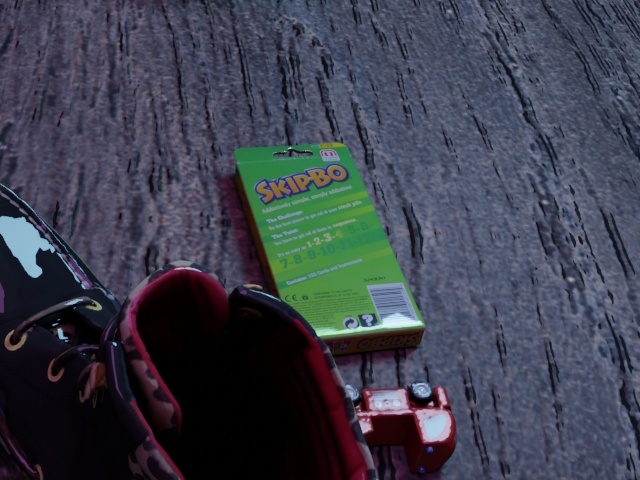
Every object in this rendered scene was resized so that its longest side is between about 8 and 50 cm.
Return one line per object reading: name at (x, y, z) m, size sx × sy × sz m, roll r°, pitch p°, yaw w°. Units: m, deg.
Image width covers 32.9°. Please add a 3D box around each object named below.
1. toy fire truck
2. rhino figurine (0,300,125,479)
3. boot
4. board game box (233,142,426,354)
toy fire truck at (0.022, 0.179, 0.848) m, size 0.192 × 0.047 × 0.135 m, roll 0°, pitch 45°, yaw -13°
rhino figurine at (-0.209, 0.142, 0.821) m, size 0.243 × 0.073 × 0.106 m, roll -30°, pitch 54°, yaw -33°
boot at (-0.128, 0.079, 0.667) m, size 0.138 × 0.284 × 0.377 m, roll -26°, pitch 82°, yaw -32°
board game box at (0.000, 0.000, 1.037) m, size 0.124 × 0.039 × 0.259 m, roll -5°, pitch 48°, yaw -17°
